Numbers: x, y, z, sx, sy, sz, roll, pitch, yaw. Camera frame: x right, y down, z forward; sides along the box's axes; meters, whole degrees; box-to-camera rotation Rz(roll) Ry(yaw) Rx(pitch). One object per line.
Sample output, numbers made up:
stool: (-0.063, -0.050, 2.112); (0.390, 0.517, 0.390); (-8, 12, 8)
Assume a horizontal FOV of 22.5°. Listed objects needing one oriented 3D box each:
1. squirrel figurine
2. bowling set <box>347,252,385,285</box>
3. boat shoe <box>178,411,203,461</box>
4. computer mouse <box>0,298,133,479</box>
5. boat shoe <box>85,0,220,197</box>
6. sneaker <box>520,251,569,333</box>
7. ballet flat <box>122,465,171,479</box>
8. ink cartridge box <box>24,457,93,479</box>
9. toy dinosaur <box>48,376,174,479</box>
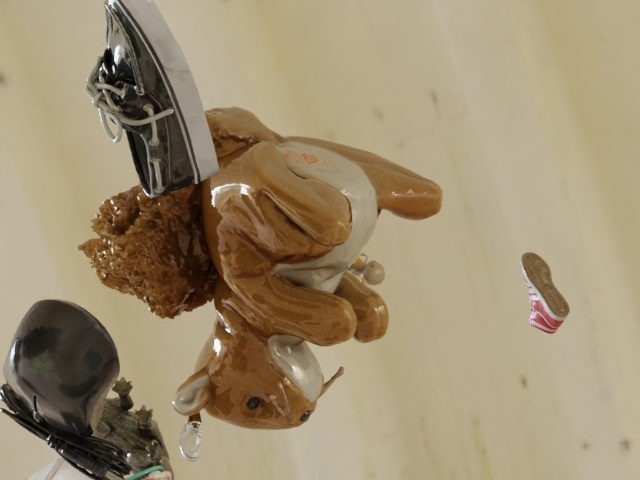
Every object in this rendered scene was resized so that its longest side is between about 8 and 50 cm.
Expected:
squirrel figurine: (-0.100, 0.044, 2.072); (0.397, 0.370, 0.281); (27, 23, 17)
bowling set: (0.000, 0.000, 2.558); (0.154, 0.200, 0.287); (26, 31, 22)
boat shoe: (-0.193, 0.289, 2.433); (0.035, 0.100, 0.035); (13, -51, -11)
computer mouse: (-0.287, 0.170, 1.753); (0.072, 0.188, 0.272); (-50, -14, -37)
boat shoe: (-0.193, -0.158, 1.709); (0.105, 0.113, 0.306); (-27, -32, -9)
sneaker: (0.311, 0.078, 2.285); (0.042, 0.118, 0.067); (-12, -33, -20)
ballet flat: (-0.253, 0.314, 1.650); (0.241, 0.077, 0.091); (-25, -18, -5)
ink cartridge box: (-0.357, 0.398, 2.153); (0.158, 0.092, 0.218); (42, -44, -13)
toy dinosaur: (-0.297, 0.316, 2.541); (0.313, 0.121, 0.160); (28, -24, 13)
